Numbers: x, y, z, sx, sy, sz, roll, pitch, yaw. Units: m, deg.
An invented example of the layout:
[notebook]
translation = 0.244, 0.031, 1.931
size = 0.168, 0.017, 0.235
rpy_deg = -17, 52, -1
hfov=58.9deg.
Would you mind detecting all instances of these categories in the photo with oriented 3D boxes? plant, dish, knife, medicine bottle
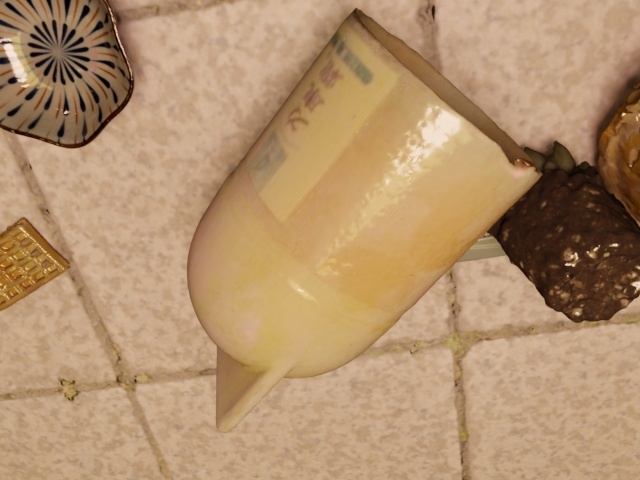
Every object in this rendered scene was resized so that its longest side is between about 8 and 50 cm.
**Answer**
[plant]
translation = 0.266, -0.012, 0.622
size = 0.129, 0.195, 0.132
rpy_deg = -39, 123, 23
[dish]
translation = -0.280, -0.197, 0.596
size = 0.190, 0.066, 0.191
rpy_deg = 1, 118, 1
[knife]
translation = 0.194, 0.004, 0.723
size = 0.162, 0.023, 0.044
rpy_deg = -9, 121, 6
[medicine bottle]
translation = 0.000, 0.000, 0.603
size = 0.235, 0.236, 0.406
rpy_deg = 34, 114, -17

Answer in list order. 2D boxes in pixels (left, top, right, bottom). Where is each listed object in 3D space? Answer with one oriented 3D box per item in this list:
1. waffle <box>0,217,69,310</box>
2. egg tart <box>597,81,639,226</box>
[waffle]
translation = -0.412, 0.036, 0.755
size = 0.135, 0.021, 0.092
rpy_deg = -28, 117, 14
[egg tart]
translation = 0.457, -0.059, 0.551
size = 0.351, 0.150, 0.352
rpy_deg = 17, 147, 11
